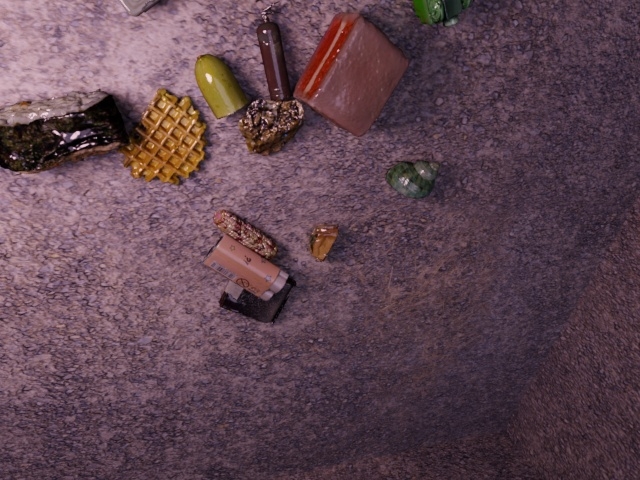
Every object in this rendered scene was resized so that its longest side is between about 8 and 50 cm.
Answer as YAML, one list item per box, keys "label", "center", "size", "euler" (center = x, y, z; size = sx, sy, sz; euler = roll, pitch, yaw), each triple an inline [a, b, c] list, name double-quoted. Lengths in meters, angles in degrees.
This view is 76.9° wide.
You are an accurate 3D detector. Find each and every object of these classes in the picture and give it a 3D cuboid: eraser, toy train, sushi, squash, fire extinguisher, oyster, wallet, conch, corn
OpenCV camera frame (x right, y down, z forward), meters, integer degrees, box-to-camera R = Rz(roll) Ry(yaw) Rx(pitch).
- label: "eraser"
  center: [-0.286, 0.111, 1.525]
  size: [0.290, 0.087, 0.171]
  euler: [35, 130, -19]
- label: "toy train"
  center: [0.351, -0.776, 1.216]
  size: [0.132, 0.188, 0.243]
  euler: [-28, 124, -1]
- label: "sushi"
  center: [-0.716, -0.296, 1.107]
  size: [0.350, 0.211, 0.171]
  euler: [-14, 128, -5]
- label: "squash"
  center: [-0.309, -0.465, 1.208]
  size: [0.123, 0.123, 0.187]
  euler: [-31, 122, 0]
- label: "fire extinguisher"
  center: [-0.137, -0.570, 1.229]
  size: [0.089, 0.072, 0.268]
  euler: [-5, 124, 7]
- label: "oyster"
  center: [-0.157, -0.360, 1.320]
  size: [0.214, 0.083, 0.223]
  euler: [-7, 146, -4]
- label: "wallet"
  center: [-0.259, 0.221, 1.669]
  size: [0.262, 0.071, 0.221]
  euler: [23, 110, -23]
- label: "conch"
  center: [0.374, -0.246, 1.589]
  size: [0.188, 0.122, 0.176]
  euler: [-35, 101, -2]
- label: "corn"
  center: [-0.275, -0.016, 1.502]
  size: [0.092, 0.092, 0.280]
  euler: [-46, 123, 10]

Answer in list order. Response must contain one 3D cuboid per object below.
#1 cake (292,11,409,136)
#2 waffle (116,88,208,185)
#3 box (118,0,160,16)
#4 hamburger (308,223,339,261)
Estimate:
- label: "cake"
  center: [0.089, -0.514, 1.255]
  size: [0.230, 0.237, 0.309]
  euler: [21, 108, -33]
- label: "waffle"
  center: [-0.495, -0.310, 1.262]
  size: [0.283, 0.065, 0.310]
  euler: [-11, 121, -15]
- label: "box"
  center: [-0.487, -0.679, 1.024]
  size: [0.124, 0.093, 0.172]
  euler: [-34, 125, 2]
- label: "hamburger"
  center: [-0.004, -0.006, 1.619]
  size: [0.102, 0.087, 0.176]
  euler: [20, 120, -16]
